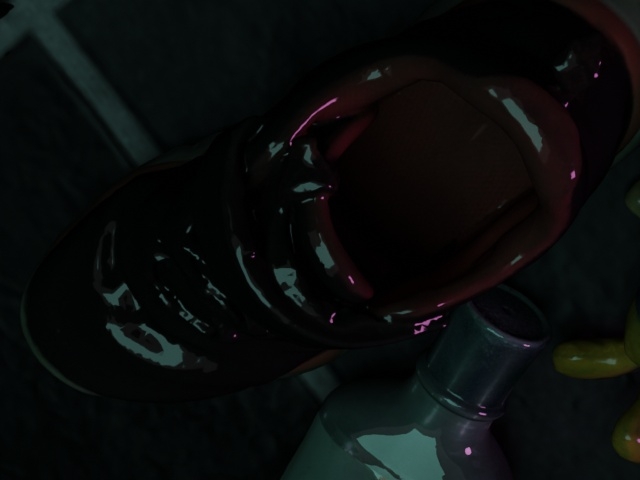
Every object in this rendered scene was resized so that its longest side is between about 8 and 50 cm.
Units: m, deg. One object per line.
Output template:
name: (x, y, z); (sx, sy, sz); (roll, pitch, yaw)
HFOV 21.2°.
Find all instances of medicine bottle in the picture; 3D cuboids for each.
medicine bottle: (0.030, 0.108, 0.725); (0.090, 0.054, 0.208); (30, 118, 3)

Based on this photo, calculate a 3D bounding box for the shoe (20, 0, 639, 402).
shoe: (0.000, 0.000, 0.642); (0.291, 0.137, 0.114); (-30, 100, 27)

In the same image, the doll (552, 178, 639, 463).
doll: (0.149, 0.003, 0.632); (0.089, 0.102, 0.179); (13, 121, -38)
